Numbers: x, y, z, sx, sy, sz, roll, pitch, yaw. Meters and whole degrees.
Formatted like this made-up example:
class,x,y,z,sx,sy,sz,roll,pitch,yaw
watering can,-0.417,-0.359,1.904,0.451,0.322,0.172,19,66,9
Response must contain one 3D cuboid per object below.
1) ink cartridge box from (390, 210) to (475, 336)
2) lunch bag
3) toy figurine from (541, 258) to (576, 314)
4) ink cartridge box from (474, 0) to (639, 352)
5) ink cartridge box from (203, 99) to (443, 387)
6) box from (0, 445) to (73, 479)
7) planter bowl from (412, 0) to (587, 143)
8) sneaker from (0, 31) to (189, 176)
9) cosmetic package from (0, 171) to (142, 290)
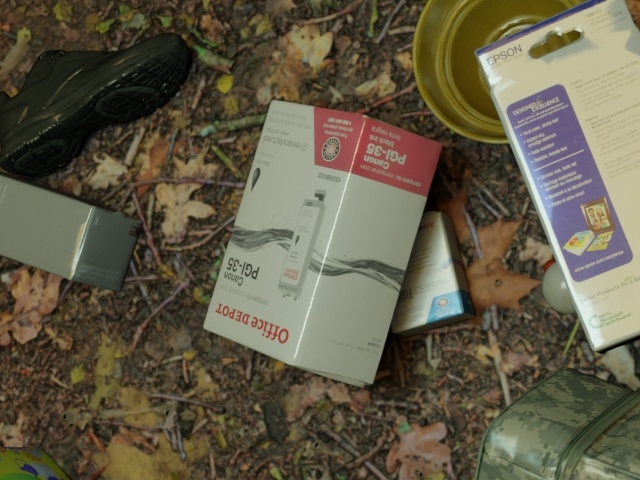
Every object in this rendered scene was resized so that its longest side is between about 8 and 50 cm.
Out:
class,x,y,z,sx,sy,sz,roll,pitch,yaw
ink cartridge box,0.116,0.038,1.846,0.089,0.052,0.122,-17,77,20
lunch bag,0.296,0.310,1.603,0.256,0.212,0.305,19,115,32
toy figurine,0.328,-0.023,1.710,0.210,0.148,0.213,-8,79,22
ink cartridge box,0.290,-0.069,1.625,0.165,0.065,0.332,-22,79,14
ink cartridge box,0.000,0.000,1.821,0.207,0.117,0.283,16,89,56
box,-0.366,0.441,1.928,0.290,0.177,0.279,42,100,23
planter bowl,0.219,-0.207,1.814,0.217,0.090,0.217,-3,82,24
sneaker,-0.297,-0.196,2.033,0.286,0.109,0.130,-27,65,14
cosmetic package,-0.356,-0.021,2.018,0.238,0.127,0.107,21,91,26
